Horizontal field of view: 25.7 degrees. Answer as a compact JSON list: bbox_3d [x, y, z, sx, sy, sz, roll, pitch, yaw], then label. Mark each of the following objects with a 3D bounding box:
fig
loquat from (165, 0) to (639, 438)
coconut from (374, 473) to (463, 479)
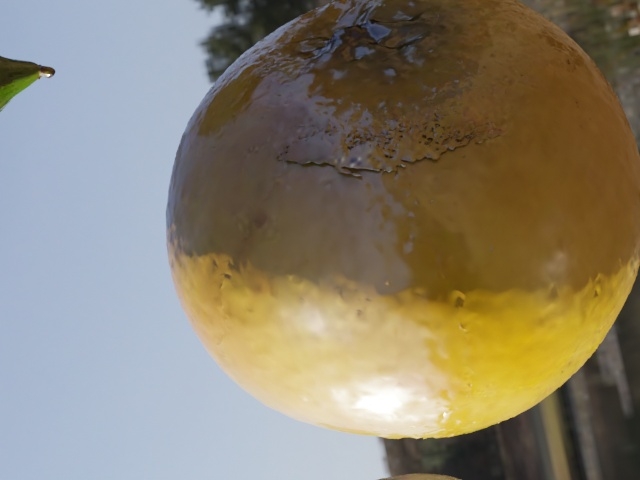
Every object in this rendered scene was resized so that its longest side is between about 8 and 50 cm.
[{"bbox_3d":[-0.379,-0.169,1.521,0.117,0.177,0.117,56,164,25],"label":"fig"},{"bbox_3d":[0.045,-0.016,0.771,0.263,0.263,0.263,-12,-90,-84],"label":"loquat"},{"bbox_3d":[0.074,0.306,1.260,0.237,0.236,0.197,-90,16,-64],"label":"coconut"}]
